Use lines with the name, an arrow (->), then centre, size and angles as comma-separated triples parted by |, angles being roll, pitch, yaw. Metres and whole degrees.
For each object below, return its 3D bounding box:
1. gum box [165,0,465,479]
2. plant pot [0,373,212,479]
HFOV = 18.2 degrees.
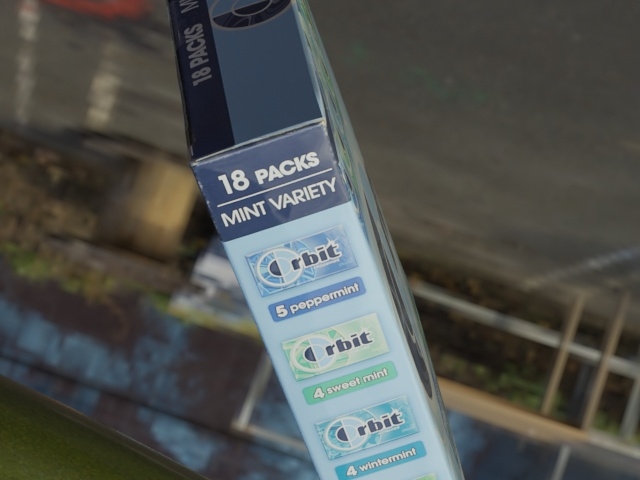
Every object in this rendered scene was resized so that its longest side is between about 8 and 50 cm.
gum box -> 0.000, 0.000, 0.624 | 0.041, 0.157, 0.184 | -19, 125, 4
plant pot -> -0.152, 0.213, 0.849 | 0.353, 0.366, 0.366 | 14, 171, 2
